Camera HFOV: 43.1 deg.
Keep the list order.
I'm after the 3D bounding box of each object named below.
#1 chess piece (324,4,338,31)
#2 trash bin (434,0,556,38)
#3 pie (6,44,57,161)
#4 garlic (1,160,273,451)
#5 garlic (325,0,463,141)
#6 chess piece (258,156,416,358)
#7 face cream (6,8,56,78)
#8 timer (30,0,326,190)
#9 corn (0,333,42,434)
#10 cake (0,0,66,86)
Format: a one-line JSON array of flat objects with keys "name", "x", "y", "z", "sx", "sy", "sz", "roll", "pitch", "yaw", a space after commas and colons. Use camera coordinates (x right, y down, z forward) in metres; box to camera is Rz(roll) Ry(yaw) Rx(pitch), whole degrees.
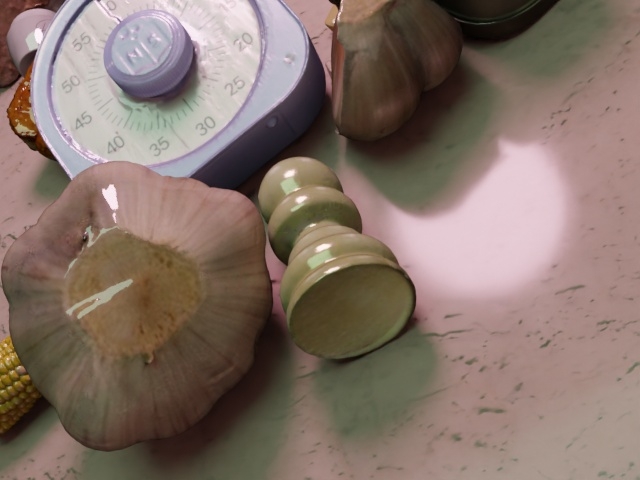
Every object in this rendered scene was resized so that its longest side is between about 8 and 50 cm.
[{"name": "chess piece", "x": 0.084, "y": -0.392, "z": 1.196, "sx": 0.090, "sy": 0.090, "sz": 0.200, "roll": 24, "pitch": 84, "yaw": 38}, {"name": "trash bin", "x": 0.189, "y": -0.419, "z": 1.038, "sx": 0.219, "sy": 0.250, "sz": 0.220, "roll": -50, "pitch": 50, "yaw": -3}, {"name": "pie", "x": -0.338, "y": -0.251, "z": 1.276, "sx": 0.308, "sy": 0.085, "sz": 0.308, "roll": -4, "pitch": 72, "yaw": 13}, {"name": "garlic", "x": -0.207, "y": 0.071, "z": 0.919, "sx": 0.317, "sy": 0.259, "sz": 0.317, "roll": 0, "pitch": 87, "yaw": -1}, {"name": "garlic", "x": 0.059, "y": -0.257, "z": 1.024, "sx": 0.210, "sy": 0.292, "sz": 0.237, "roll": -38, "pitch": 73, "yaw": -11}, {"name": "chess piece", "x": 0.000, "y": 0.000, "z": 0.943, "sx": 0.144, "sy": 0.144, "sz": 0.251, "roll": -31, "pitch": 43, "yaw": 6}, {"name": "face cream", "x": -0.495, "y": -0.344, "z": 1.443, "sx": 0.117, "sy": 0.117, "sz": 0.104, "roll": -27, "pitch": 58, "yaw": 10}, {"name": "timer", "x": -0.219, "y": -0.234, "z": 1.111, "sx": 0.395, "sy": 0.173, "sz": 0.395, "roll": -3, "pitch": 76, "yaw": 12}, {"name": "corn", "x": -0.353, "y": 0.145, "z": 1.055, "sx": 0.292, "sy": 0.101, "sz": 0.101, "roll": -37, "pitch": 49, "yaw": -2}, {"name": "cake", "x": -0.644, "y": -0.476, "z": 1.545, "sx": 0.237, "sy": 0.230, "sz": 0.309, "roll": -44, "pitch": 48, "yaw": -7}]
